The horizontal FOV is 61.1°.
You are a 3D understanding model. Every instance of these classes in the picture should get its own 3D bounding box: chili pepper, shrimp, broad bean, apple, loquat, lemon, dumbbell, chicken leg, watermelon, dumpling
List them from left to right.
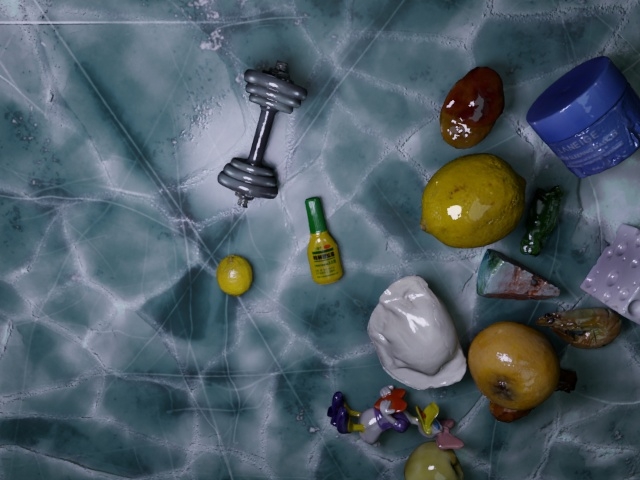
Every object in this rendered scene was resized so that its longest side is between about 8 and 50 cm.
[{"bbox_3d":[-0.254,0.105,1.603,0.109,0.109,0.133,-5,112,0],"label":"lemon"},{"bbox_3d":[-0.160,-0.285,1.481,0.179,0.179,0.406,16,101,-5],"label":"dumbbell"},{"bbox_3d":[0.277,0.288,1.631,0.260,0.181,0.341,-25,125,14],"label":"dumpling"},{"bbox_3d":[0.363,0.743,1.730,0.200,0.200,0.200,0,103,-1],"label":"apple"},{"bbox_3d":[0.413,-0.104,1.498,0.310,0.258,0.258,-28,102,0],"label":"lemon"},{"bbox_3d":[0.421,-0.367,1.506,0.156,0.122,0.229,27,98,-10],"label":"broad bean"},{"bbox_3d":[0.571,0.371,1.616,0.263,0.263,0.263,0,103,-1],"label":"loquat"},{"bbox_3d":[0.605,0.132,1.653,0.241,0.094,0.154,13,110,-7],"label":"watermelon"},{"bbox_3d":[0.682,0.487,1.733,0.304,0.093,0.113,-24,91,0],"label":"chicken leg"},{"bbox_3d":[0.656,-0.060,1.614,0.098,0.061,0.224,10,100,-18],"label":"chili pepper"},{"bbox_3d":[0.804,0.272,1.698,0.267,0.061,0.145,4,112,-5],"label":"shrimp"}]

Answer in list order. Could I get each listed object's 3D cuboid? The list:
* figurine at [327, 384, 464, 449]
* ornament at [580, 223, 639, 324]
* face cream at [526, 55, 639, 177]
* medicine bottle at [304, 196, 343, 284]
[{"bbox_3d":[0.231,0.570,1.703,0.420,0.154,0.193,-1,108,0],"label":"figurine"},{"bbox_3d":[0.968,0.125,1.574,0.239,0.240,0.240,27,101,-8],"label":"ornament"},{"bbox_3d":[0.724,-0.326,1.457,0.225,0.249,0.249,43,99,-11],"label":"face cream"},{"bbox_3d":[0.000,0.000,1.609,0.094,0.064,0.261,-11,102,1],"label":"medicine bottle"}]
